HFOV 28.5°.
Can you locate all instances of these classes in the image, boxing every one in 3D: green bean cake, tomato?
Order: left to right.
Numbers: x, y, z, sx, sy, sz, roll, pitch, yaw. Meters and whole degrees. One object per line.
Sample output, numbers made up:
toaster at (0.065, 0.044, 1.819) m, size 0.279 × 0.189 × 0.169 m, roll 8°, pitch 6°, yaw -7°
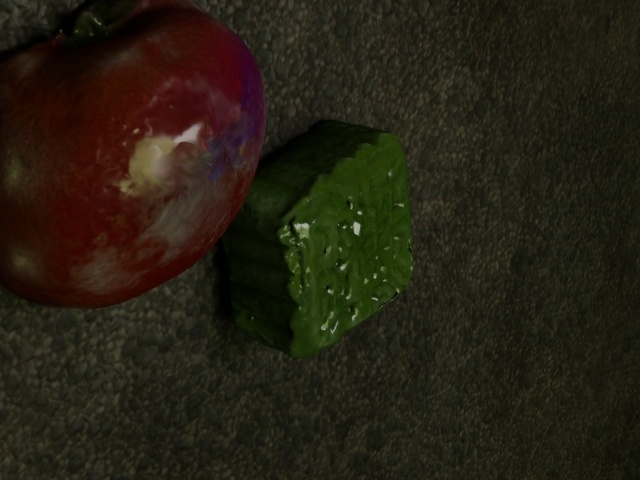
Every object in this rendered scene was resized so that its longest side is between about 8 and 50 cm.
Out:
tomato at (-0.155, -0.069, 1.182) m, size 0.335 × 0.176 × 0.289 m, roll -38°, pitch 136°, yaw -38°
green bean cake at (0.000, 0.000, 1.451) m, size 0.248 × 0.125 × 0.222 m, roll -34°, pitch 130°, yaw -40°
